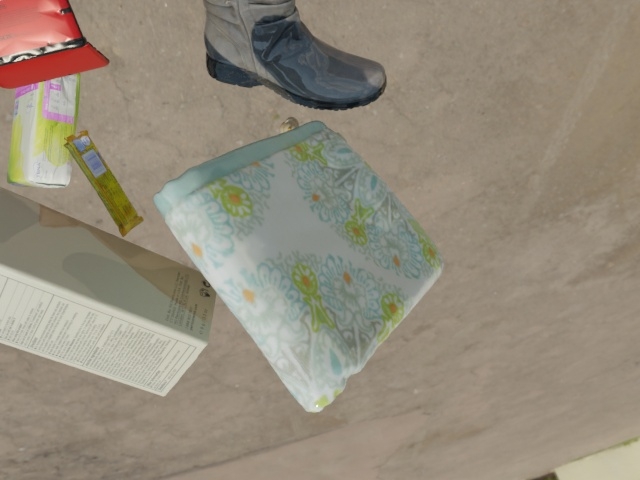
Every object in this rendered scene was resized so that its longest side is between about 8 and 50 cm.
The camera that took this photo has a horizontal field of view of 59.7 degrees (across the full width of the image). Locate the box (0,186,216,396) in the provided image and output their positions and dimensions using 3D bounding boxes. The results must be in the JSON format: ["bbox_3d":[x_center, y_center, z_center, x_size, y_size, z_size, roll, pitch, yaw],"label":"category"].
[{"bbox_3d":[-0.306,0.072,0.716,0.311,0.121,0.148,28,125,-22],"label":"box"}]

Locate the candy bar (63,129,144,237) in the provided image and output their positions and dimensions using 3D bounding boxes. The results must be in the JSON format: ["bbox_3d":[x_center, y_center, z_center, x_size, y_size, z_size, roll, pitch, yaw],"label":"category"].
[{"bbox_3d":[-0.296,-0.077,0.767,0.040,0.018,0.161,-42,129,-27],"label":"candy bar"}]

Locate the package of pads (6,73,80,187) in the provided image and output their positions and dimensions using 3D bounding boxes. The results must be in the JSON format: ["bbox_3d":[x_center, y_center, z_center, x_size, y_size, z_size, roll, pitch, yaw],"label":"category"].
[{"bbox_3d":[-0.685,-0.278,1.378,0.101,0.296,0.229,5,-179,-42],"label":"package of pads"}]

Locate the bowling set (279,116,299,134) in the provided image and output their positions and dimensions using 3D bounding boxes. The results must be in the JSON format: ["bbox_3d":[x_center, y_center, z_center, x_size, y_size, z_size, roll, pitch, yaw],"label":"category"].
[{"bbox_3d":[-0.030,-0.237,1.492,0.200,0.287,0.154,14,108,-12],"label":"bowling set"}]

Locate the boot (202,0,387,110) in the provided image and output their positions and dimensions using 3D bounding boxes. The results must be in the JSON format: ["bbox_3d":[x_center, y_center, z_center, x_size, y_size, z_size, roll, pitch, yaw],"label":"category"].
[{"bbox_3d":[-0.045,-0.346,0.913,0.338,0.118,0.222,10,143,2],"label":"boot"}]

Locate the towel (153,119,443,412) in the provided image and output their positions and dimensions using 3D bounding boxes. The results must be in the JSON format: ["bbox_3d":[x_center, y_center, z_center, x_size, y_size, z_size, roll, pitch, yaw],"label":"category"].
[{"bbox_3d":[0.000,0.000,0.775,0.090,0.320,0.374,-42,175,41],"label":"towel"}]

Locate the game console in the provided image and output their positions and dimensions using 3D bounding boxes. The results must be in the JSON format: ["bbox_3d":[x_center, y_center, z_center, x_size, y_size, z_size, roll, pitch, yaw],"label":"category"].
[{"bbox_3d":[-0.347,-0.244,0.659,0.144,0.085,0.124,-14,120,0],"label":"game console"}]
